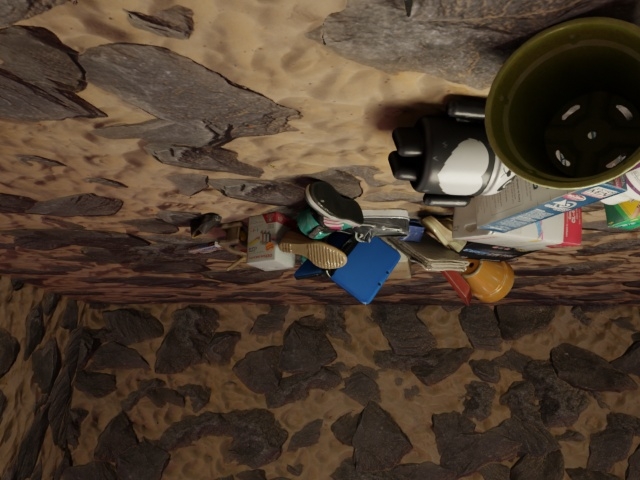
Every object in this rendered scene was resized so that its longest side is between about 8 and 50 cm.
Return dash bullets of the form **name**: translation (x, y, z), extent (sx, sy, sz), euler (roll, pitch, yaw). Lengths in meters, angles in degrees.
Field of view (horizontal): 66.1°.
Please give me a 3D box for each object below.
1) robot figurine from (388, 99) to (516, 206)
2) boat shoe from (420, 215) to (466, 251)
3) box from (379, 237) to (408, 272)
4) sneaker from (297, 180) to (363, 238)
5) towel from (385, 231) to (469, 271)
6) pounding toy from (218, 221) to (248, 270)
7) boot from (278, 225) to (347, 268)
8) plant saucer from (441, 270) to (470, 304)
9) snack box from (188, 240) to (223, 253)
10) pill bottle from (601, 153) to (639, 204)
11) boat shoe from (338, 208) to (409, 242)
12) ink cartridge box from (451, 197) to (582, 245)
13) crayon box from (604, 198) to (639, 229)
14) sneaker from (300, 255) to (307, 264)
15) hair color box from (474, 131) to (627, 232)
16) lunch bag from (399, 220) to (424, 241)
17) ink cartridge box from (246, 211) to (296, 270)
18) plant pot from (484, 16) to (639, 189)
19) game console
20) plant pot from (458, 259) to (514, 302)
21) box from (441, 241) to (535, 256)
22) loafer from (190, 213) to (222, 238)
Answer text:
- **robot figurine**: translation (0.295, -0.184, 1.081), extent (0.278, 0.173, 0.209), euler (3, 165, -5)
- **boat shoe**: translation (0.445, -0.041, 1.712), extent (0.098, 0.109, 0.302), euler (-49, 144, 13)
- **box**: translation (0.294, 0.068, 2.015), extent (0.148, 0.121, 0.311), euler (-4, 162, 14)
- **sneaker**: translation (-0.008, -0.088, 1.523), extent (0.178, 0.124, 0.295), euler (-20, 157, 27)
- **towel**: translation (0.373, 0.035, 1.748), extent (0.187, 0.049, 0.282), euler (3, -156, -28)
- **pounding toy**: translation (-0.285, 0.040, 1.882), extent (0.154, 0.155, 0.269), euler (2, 164, 12)
- **boot**: translation (0.000, 0.000, 1.666), extent (0.248, 0.090, 0.207), euler (15, -151, 18)
- **plant saucer**: translation (0.581, 0.156, 2.167), extent (0.048, 0.259, 0.258), euler (-37, 156, 5)
- **snack box**: translation (-0.484, 0.034, 2.101), extent (0.178, 0.022, 0.064), euler (-12, 158, 37)
- **pill bottle**: translation (0.747, -0.185, 1.071), extent (0.169, 0.169, 0.301), euler (7, 163, -19)
- **boat shoe**: translation (0.152, -0.043, 1.682), extent (0.301, 0.102, 0.108), euler (-1, 163, 6)
- **ink cartridge box**: translation (0.598, -0.052, 1.514), extent (0.306, 0.131, 0.226), euler (9, 174, -16)
- **crayon box**: translation (0.833, -0.147, 1.203), extent (0.081, 0.165, 0.278), euler (6, 162, -17)
- **sneaker**: translation (0.045, 0.050, 2.057), extent (0.275, 0.107, 0.110), euler (-8, 142, 13)
- **hair color box**: translation (0.535, -0.147, 1.195), extent (0.105, 0.174, 0.347), euler (9, 162, -25)
- **lunch bag**: translation (0.319, -0.038, 1.738), extent (0.098, 0.065, 0.067), euler (5, -157, -21)
- **ink cartridge box**: translation (-0.171, 0.008, 1.735), extent (0.128, 0.176, 0.127), euler (-9, 161, 29)
- **plant pot**: translation (0.474, -0.213, 0.889), extent (0.276, 0.276, 0.254), euler (-11, 171, 34)
- **game console**: translation (0.097, 0.089, 1.747), extent (0.250, 0.293, 0.173), euler (-15, 113, 44)
- **plant pot**: translation (0.708, 0.143, 2.161), extent (0.188, 0.205, 0.205), euler (31, 149, -32)
- **box**: translation (0.674, 0.013, 1.913), extent (0.295, 0.073, 0.293), euler (7, 161, -20)
- **loafer**: translation (-0.406, -0.050, 1.749), extent (0.062, 0.061, 0.170), euler (16, 157, -38)
